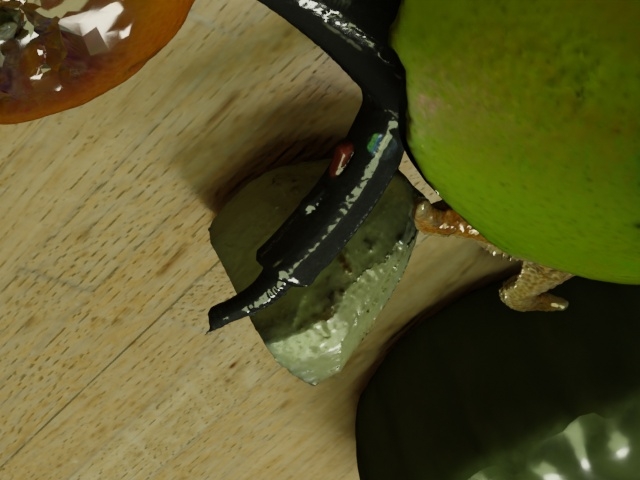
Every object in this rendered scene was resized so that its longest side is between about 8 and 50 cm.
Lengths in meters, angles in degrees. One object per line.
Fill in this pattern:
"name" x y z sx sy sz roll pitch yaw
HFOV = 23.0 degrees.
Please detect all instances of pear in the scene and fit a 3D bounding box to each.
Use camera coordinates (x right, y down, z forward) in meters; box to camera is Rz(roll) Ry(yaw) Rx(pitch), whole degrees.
"pear" 0.243 -0.119 0.858 0.399 0.165 0.399 -19 133 -22

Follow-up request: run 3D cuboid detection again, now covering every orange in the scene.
"orange" -0.160 -0.158 0.777 0.224 0.170 0.224 -9 143 -7

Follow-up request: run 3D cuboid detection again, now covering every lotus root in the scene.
"lotus root" -0.003 -0.002 1.053 0.144 0.143 0.070 -45 142 7

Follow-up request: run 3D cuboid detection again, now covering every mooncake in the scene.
"mooncake" 0.199 0.180 1.289 0.351 0.187 0.351 -9 143 -7

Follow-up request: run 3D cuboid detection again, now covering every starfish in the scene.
"starfish" 0.190 -0.045 1.045 0.302 0.060 0.299 4 135 -50

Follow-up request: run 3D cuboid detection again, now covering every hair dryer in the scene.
"hair dryer" -0.004 -0.050 0.951 0.235 0.091 0.271 22 102 -40
